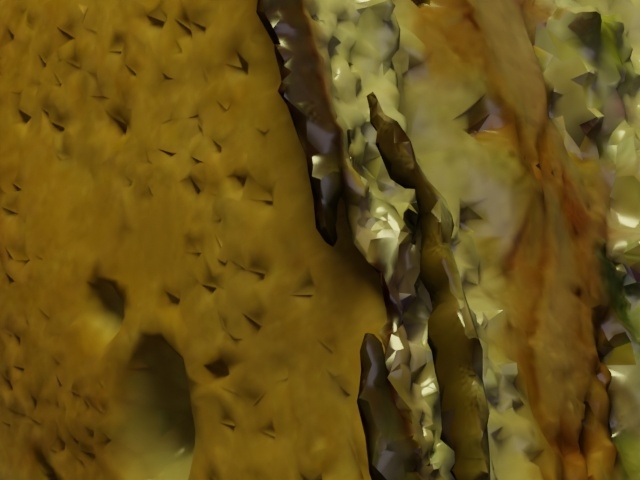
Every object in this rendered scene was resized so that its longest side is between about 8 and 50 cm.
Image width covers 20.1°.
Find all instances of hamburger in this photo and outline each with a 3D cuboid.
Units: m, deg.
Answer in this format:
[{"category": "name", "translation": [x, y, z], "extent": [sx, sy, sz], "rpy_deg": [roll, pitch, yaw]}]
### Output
[{"category": "hamburger", "translation": [0.000, 0.000, 0.644], "extent": [0.268, 0.287, 0.445], "rpy_deg": [3, 66, -44]}]
